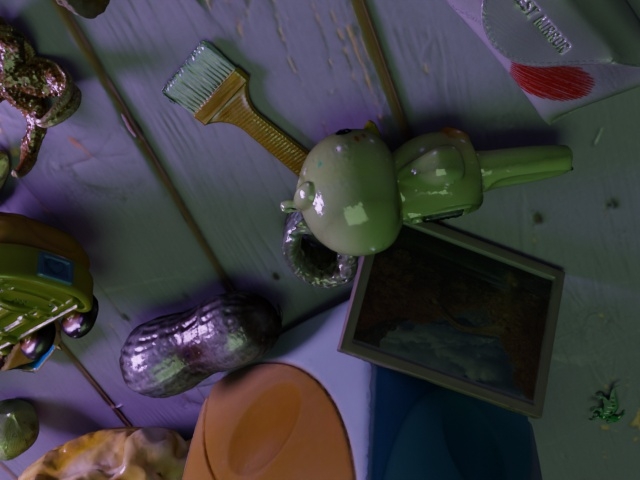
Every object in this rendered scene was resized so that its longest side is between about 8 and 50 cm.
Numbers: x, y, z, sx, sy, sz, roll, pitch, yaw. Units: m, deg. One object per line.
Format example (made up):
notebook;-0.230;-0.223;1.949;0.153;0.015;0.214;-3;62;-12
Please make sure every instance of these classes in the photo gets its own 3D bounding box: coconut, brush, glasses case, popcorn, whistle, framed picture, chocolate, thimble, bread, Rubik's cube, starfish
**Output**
coconut;-0.467;0.283;1.202;0.087;0.088;0.096;21;136;-11
brush;-0.064;-0.120;0.860;0.218;0.010;0.082;36;125;-24
glasses case;0.180;-0.214;0.702;0.128;0.083;0.308;-35;118;30
popcorn;-0.273;0.438;1.171;0.354;0.344;0.390;28;171;36
whistle;0.100;-0.075;0.826;0.294;0.141;0.141;-22;127;-1
framed picture;0.154;0.078;0.902;0.250;0.184;0.016;21;158;-9
chocolate;-0.161;0.135;1.028;0.248;0.110;0.110;-27;122;26
thimble;0.000;0.000;0.920;0.084;0.062;0.110;-14;128;15
bread;-0.405;0.143;1.099;0.072;0.053;0.106;13;138;-36
Rubik's cube;0.052;0.320;1.000;0.351;0.347;0.352;38;124;-24
starfish;-0.347;-0.161;0.814;0.146;0.074;0.190;-34;119;28

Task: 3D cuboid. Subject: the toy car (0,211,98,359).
toy car;-0.384;0.044;0.949;0.247;0.142;0.200;-24;148;28

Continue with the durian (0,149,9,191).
durian;-0.405;-0.063;0.920;0.066;0.052;0.130;27;127;-19

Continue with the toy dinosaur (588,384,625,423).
toy dinosaur;0.404;0.231;1.100;0.062;0.021;0.083;23;133;-22

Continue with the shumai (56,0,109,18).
shumai;-0.233;-0.273;0.695;0.116;0.145;0.146;7;135;31
